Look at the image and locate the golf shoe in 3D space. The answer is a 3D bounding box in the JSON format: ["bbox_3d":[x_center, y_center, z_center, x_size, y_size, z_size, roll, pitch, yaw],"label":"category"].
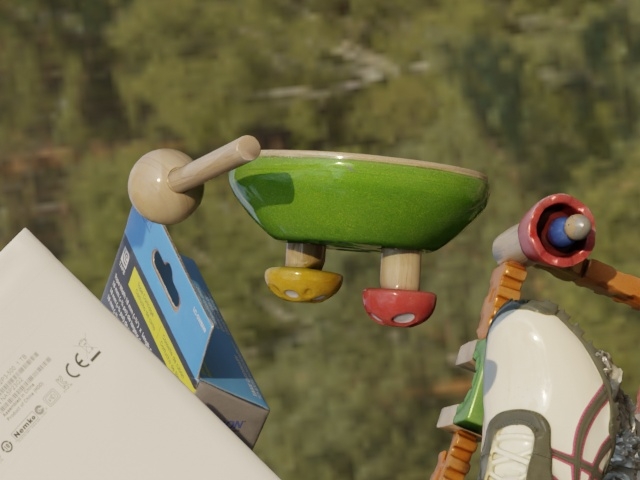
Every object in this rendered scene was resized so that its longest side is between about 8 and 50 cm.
[{"bbox_3d":[0.165,0.180,1.468,0.120,0.105,0.273,-5,-92,-59],"label":"golf shoe"}]

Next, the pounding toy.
[{"bbox_3d":[0.000,0.000,1.316,0.183,0.237,0.110,-1,84,58],"label":"pounding toy"}]

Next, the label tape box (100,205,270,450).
[{"bbox_3d":[-0.152,0.138,2.000,0.240,0.106,0.333,60,138,43],"label":"label tape box"}]

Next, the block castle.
[{"bbox_3d":[0.304,0.205,2.204,0.213,0.303,0.453,149,141,-70],"label":"block castle"}]

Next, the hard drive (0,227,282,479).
[{"bbox_3d":[-0.156,0.165,1.302,0.307,0.203,0.040,46,144,-6],"label":"hard drive"}]

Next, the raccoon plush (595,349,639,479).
[{"bbox_3d":[0.189,0.287,1.861,0.446,0.216,0.299,-26,-71,-55],"label":"raccoon plush"}]
